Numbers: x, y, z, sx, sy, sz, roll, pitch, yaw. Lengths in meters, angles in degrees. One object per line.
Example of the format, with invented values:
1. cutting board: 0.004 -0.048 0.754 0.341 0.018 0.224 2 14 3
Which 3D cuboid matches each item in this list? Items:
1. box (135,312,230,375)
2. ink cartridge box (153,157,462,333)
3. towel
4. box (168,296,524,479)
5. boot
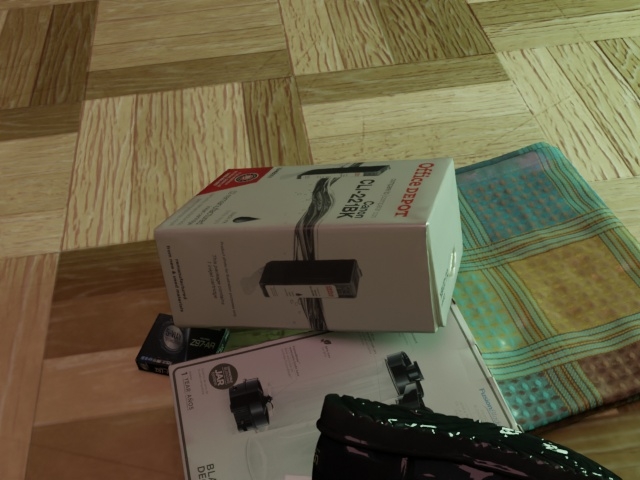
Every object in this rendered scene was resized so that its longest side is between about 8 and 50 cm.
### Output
1. box: -0.148 0.116 0.796 0.083 0.018 0.067 9 47 13
2. ink cartridge box: 0.000 0.000 0.764 0.272 0.114 0.197 0 23 17
3. towel: 0.245 0.031 0.843 0.271 0.040 0.370 -16 47 -11
4. box: 0.018 0.170 0.685 0.290 0.087 0.169 -14 46 -9
5. boot: 0.090 0.243 0.565 0.246 0.207 0.094 13 1 -6
